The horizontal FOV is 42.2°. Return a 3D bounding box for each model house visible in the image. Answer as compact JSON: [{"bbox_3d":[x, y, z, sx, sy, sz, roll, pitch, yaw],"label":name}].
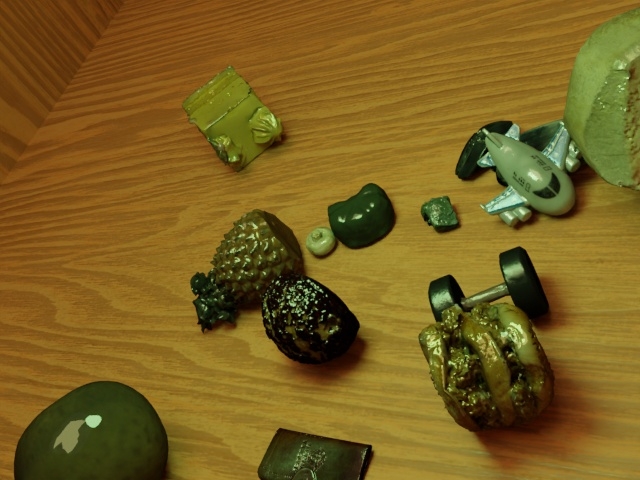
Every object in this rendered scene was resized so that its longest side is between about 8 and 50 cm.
[{"bbox_3d":[0.292,-0.057,2.031,0.079,0.066,0.083,-20,60,5],"label":"model house"}]

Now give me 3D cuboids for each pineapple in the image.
[{"bbox_3d":[-0.224,0.094,2.172,0.357,0.223,0.223,-42,38,13],"label":"pineapple"}]

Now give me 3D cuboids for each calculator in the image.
[{"bbox_3d":[0.539,-0.215,2.008,0.268,0.040,0.177,-20,40,27],"label":"calculator"}]

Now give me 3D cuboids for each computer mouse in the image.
[{"bbox_3d":[0.405,-0.236,2.082,0.192,0.062,0.106,-45,27,9],"label":"computer mouse"}]

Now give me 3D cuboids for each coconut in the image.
[{"bbox_3d":[0.692,-0.295,1.703,0.405,0.404,0.404,-21,43,20],"label":"coconut"}]

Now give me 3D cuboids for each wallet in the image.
[{"bbox_3d":[-0.016,0.477,1.763,0.255,0.031,0.137,0,52,37],"label":"wallet"}]

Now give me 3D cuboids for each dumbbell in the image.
[{"bbox_3d":[0.350,0.118,1.737,0.218,0.152,0.152,-23,42,17],"label":"dumbbell"}]

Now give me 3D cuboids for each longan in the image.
[{"bbox_3d":[-0.531,0.496,1.918,0.361,0.361,0.361,-21,43,20],"label":"longan"}]

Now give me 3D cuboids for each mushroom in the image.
[{"bbox_3d":[0.000,0.000,2.178,0.084,0.067,0.083,-15,45,16],"label":"mushroom"}]

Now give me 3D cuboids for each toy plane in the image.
[{"bbox_3d":[0.474,-0.159,1.899,0.267,0.123,0.266,-6,77,26],"label":"toy plane"}]

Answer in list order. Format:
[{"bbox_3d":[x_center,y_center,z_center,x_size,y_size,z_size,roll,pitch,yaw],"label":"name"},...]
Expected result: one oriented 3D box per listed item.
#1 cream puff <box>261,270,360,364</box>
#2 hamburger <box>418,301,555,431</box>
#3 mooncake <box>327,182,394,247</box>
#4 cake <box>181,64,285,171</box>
[{"bbox_3d":[-0.033,0.186,1.896,0.239,0.239,0.165,22,65,46],"label":"cream puff"},{"bbox_3d":[0.320,0.250,1.573,0.211,0.245,0.260,-23,18,4],"label":"hamburger"},{"bbox_3d":[0.103,-0.071,2.145,0.175,0.104,0.168,-49,35,-18],"label":"mooncake"},{"bbox_3d":[-0.263,-0.369,2.607,0.227,0.222,0.286,-39,40,1],"label":"cake"}]
